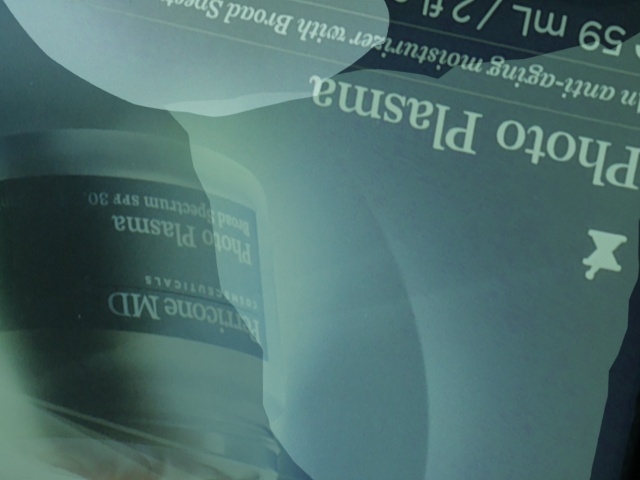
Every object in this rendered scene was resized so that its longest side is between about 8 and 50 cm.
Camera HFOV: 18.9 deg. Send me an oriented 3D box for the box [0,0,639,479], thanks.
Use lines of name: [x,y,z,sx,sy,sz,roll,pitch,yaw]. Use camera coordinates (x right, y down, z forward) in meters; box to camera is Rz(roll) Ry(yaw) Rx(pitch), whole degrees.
box: [0.000,0.000,0.738,0.296,0.183,0.294,14,114,17]
